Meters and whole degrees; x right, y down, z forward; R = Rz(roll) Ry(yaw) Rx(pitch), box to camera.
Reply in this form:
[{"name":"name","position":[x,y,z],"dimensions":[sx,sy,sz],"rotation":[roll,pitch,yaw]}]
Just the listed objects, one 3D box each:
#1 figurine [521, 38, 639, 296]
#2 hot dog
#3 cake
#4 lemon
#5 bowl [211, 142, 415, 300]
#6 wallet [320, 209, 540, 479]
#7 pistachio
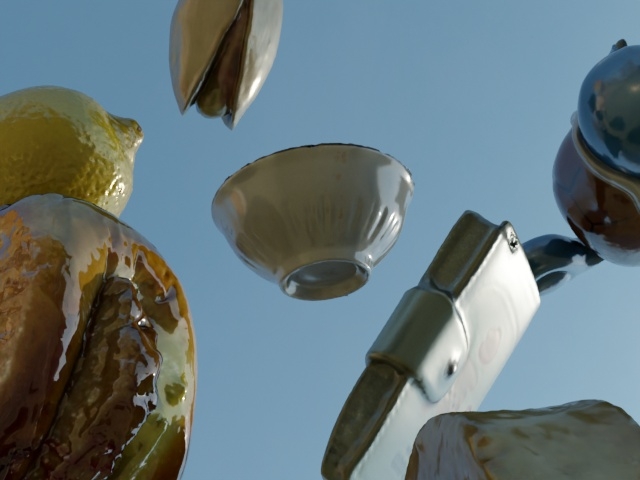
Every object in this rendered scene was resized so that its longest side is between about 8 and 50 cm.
[{"name":"figurine","position":[0.378,-0.078,1.170],"dimensions":[0.243,0.298,0.416],"rotation":[-7,-34,-15]},{"name":"hot dog","position":[-0.247,0.169,0.700],"dimensions":[0.405,0.223,0.185],"rotation":[-47,-39,-5]},{"name":"cake","position":[0.248,0.286,0.755],"dimensions":[0.321,0.332,0.332],"rotation":[0,-70,-13]},{"name":"lemon","position":[-0.308,-0.073,1.035],"dimensions":[0.244,0.187,0.187],"rotation":[-23,-71,-16]},{"name":"bowl","position":[0.000,0.000,0.846],"dimensions":[0.189,0.086,0.189],"rotation":[-8,-28,-4]},{"name":"wallet","position":[0.125,0.154,1.063],"dimensions":[0.083,0.360,0.252],"rotation":[22,-22,34]},{"name":"pistachio","position":[-0.114,-0.244,1.135],"dimensions":[0.144,0.144,0.215],"rotation":[8,-107,0]}]
